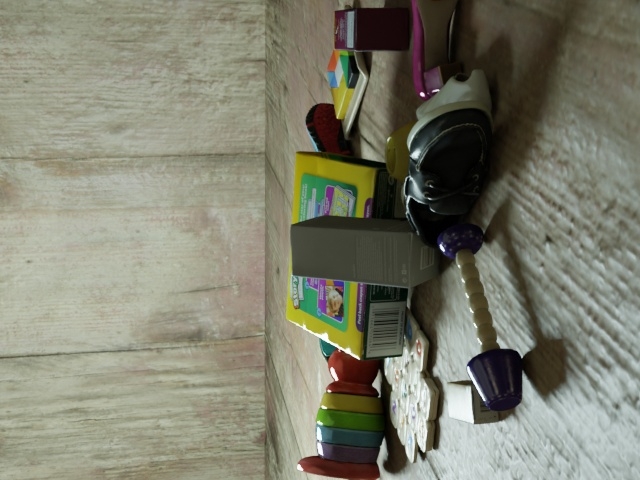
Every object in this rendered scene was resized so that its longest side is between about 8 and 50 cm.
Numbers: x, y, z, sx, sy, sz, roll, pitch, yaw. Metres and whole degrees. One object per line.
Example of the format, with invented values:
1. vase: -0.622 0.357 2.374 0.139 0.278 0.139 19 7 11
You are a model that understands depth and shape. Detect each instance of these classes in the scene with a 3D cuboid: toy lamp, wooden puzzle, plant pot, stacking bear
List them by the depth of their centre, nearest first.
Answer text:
1. toy lamp: 0.228 0.107 1.295 0.080 0.080 0.274 102 164 -53
2. plant pot: 0.161 -0.143 1.514 0.134 0.095 0.134 177 90 -78
3. stacking bear: 0.065 0.367 2.008 0.164 0.175 0.289 -7 76 57
4. wooden puzzle: 0.057 -0.387 2.122 0.238 0.044 0.221 103 161 -55

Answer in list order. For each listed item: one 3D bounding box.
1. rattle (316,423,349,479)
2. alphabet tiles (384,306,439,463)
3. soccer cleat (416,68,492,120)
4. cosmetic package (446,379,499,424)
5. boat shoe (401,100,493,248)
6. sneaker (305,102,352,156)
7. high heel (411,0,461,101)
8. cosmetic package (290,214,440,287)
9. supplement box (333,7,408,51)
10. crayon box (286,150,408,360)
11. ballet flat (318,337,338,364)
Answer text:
1. rattle: 0.081 0.495 2.176 0.199 0.130 0.143 52 166 23
2. alphabet tiles: 0.172 0.271 1.762 0.284 0.021 0.278 -115 25 -63
3. soccer cleat: 0.203 -0.211 1.378 0.196 0.068 0.076 -172 83 -72
4. cosmetic package: 0.231 0.246 1.398 0.115 0.041 0.060 145 121 -77
5. boat shoe: 0.184 -0.081 1.339 0.340 0.127 0.113 109 155 -66
6. sneaker: 0.017 -0.213 2.226 0.125 0.104 0.262 102 162 -59
7. high heel: 0.170 -0.344 1.460 0.117 0.082 0.244 8 114 68
8. cosmetic package: 0.077 0.016 1.582 0.127 0.238 0.107 -19 -68 -58
9. supplement box: 0.095 -0.406 1.766 0.188 0.104 0.080 -135 43 -73
10. crayon box: 0.053 0.018 1.814 0.313 0.106 0.363 21 109 60
11. ballet flat: 0.051 0.297 2.264 0.086 0.086 0.248 101 162 -51
